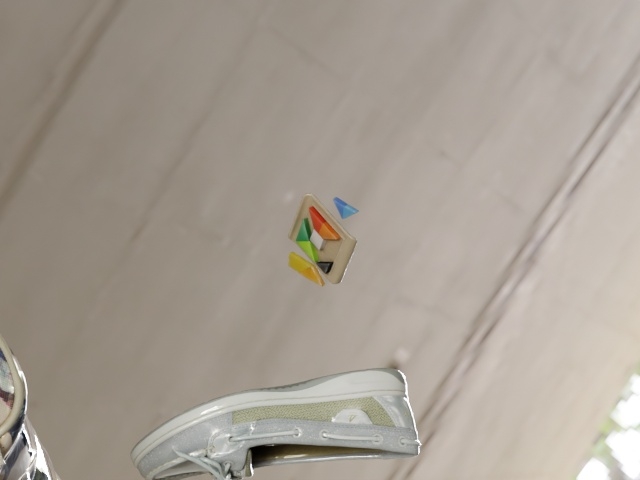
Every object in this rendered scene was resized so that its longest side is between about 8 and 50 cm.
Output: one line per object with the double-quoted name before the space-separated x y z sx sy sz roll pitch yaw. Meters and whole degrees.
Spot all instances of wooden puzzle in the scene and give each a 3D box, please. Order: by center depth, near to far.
"wooden puzzle" 0.000 0.000 1.803 0.014 0.078 0.116 -27 -36 -39

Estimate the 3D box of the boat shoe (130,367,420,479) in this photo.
"boat shoe" -0.050 0.225 2.081 0.320 0.103 0.118 -11 -21 -9

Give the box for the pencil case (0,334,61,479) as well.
"pencil case" -0.337 0.236 1.838 0.160 0.183 0.410 -15 -31 -6
